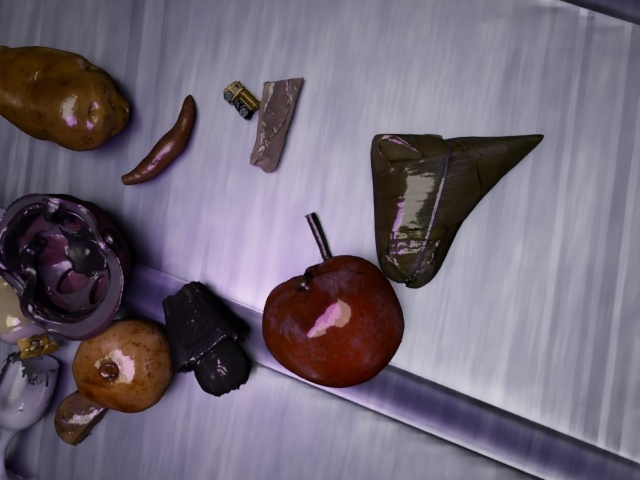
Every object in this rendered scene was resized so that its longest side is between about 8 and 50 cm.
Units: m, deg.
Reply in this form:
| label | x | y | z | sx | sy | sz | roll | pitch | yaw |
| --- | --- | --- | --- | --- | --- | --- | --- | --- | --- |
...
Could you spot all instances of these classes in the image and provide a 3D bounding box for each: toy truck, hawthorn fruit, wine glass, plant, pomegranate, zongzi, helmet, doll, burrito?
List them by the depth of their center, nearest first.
| label | x | y | z | sx | sy | sz | roll | pitch | yaw |
| --- | --- | --- | --- | --- | --- | --- | --- | --- | --- |
| hawthorn fruit | 0.029 | 0.166 | 1.391 | 0.284 | 0.284 | 0.284 | 0 | 90 | 8 |
| zongzi | 0.290 | -0.068 | 1.417 | 0.360 | 0.160 | 0.323 | -3 | 95 | 1 |
| pomegranate | -0.425 | 0.275 | 1.476 | 0.215 | 0.215 | 0.215 | 0 | 90 | 8 |
| plant | -0.246 | 0.217 | 1.489 | 0.164 | 0.142 | 0.256 | -31 | 75 | 6 |
| helmet | -0.537 | 0.046 | 1.497 | 0.338 | 0.197 | 0.271 | 45 | 102 | 2 |
| burrito | -0.104 | -0.263 | 1.504 | 0.087 | 0.060 | 0.226 | 14 | 91 | -13 |
| toy truck | -0.178 | -0.316 | 1.523 | 0.083 | 0.049 | 0.054 | 45 | 93 | 4 |
| doll | -0.687 | 0.125 | 1.549 | 0.117 | 0.141 | 0.296 | -24 | 82 | 34 |
| wine glass | -0.700 | 0.413 | 1.552 | 0.143 | 0.143 | 0.321 | 18 | 90 | 7 |

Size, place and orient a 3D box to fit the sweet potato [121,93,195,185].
| label | x | y | z | sx | sy | sz | roll | pitch | yaw |
| --- | --- | --- | --- | --- | --- | --- | --- | --- | --- |
| sweet potato | -0.349 | -0.213 | 1.543 | 0.078 | 0.058 | 0.255 | 38 | 91 | 26 |

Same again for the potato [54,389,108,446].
| label | x | y | z | sx | sy | sz | roll | pitch | yaw |
| --- | --- | --- | --- | --- | --- | --- | --- | --- | --- |
| potato | -0.548 | 0.387 | 1.552 | 0.172 | 0.089 | 0.100 | -45 | 82 | 7 |

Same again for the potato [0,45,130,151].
| label | x | y | z | sx | sy | sz | roll | pitch | yaw |
| --- | --- | --- | --- | --- | --- | --- | --- | --- | --- |
| potato | -0.610 | -0.331 | 1.530 | 0.369 | 0.176 | 0.196 | 22 | 120 | 11 |

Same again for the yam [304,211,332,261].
| label | x | y | z | sx | sy | sz | roll | pitch | yaw |
| --- | --- | --- | --- | --- | --- | --- | --- | --- | --- |
| yam | 0.000 | 0.000 | 1.513 | 0.027 | 0.033 | 0.129 | -22 | 92 | -18 |
